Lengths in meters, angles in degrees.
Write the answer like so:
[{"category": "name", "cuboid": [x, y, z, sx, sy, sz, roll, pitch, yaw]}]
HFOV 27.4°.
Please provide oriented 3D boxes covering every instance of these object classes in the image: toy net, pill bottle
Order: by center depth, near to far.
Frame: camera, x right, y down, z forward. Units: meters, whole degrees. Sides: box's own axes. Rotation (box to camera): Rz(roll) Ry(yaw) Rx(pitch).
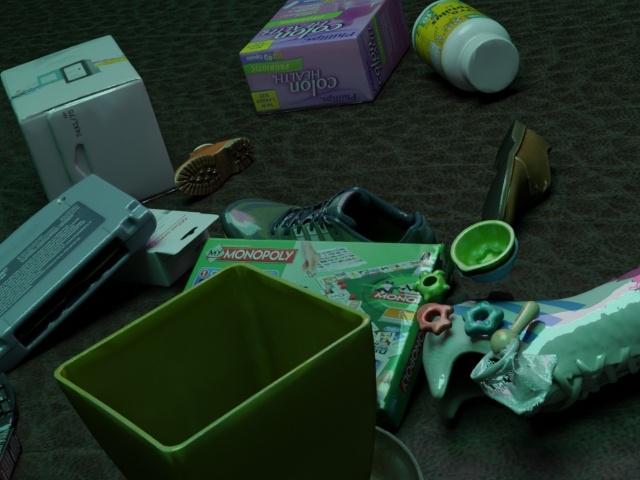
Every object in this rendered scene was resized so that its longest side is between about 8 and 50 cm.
[{"category": "toy net", "cuboid": [0.153, 0.077, 1.262, 0.122, 0.045, 0.232, -21, 37, 8]}, {"category": "pill bottle", "cuboid": [0.231, -0.302, 2.060, 0.118, 0.117, 0.208, -21, 27, -8]}]

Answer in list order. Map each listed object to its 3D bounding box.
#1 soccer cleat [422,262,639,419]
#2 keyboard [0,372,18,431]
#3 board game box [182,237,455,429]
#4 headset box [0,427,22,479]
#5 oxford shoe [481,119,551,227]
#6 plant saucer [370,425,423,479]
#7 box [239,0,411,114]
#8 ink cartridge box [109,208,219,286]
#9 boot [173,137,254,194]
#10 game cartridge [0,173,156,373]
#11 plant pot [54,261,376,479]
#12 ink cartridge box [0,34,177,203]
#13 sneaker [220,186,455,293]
[{"category": "soccer cleat", "cuboid": [0.261, 0.112, 1.292, 0.331, 0.116, 0.143, -11, 40, 20]}, {"category": "keyboard", "cuboid": [-0.525, 0.234, 1.580, 0.317, 0.033, 0.201, -23, 27, -13]}, {"category": "board game box", "cuboid": [-0.028, 0.095, 1.460, 0.317, 0.046, 0.213, 2, 52, 32]}, {"category": "headset box", "cuboid": [-0.374, 0.250, 1.459, 0.062, 0.032, 0.083, -13, 28, 9]}, {"category": "oxford shoe", "cuboid": [0.257, -0.072, 1.674, 0.076, 0.076, 0.212, 27, 47, -2]}, {"category": "plant saucer", "cuboid": [-0.051, 0.274, 1.211, 0.311, 0.050, 0.310, -13, 28, 7]}, {"category": "box", "cuboid": [0.013, -0.328, 2.236, 0.214, 0.117, 0.243, -4, 30, 24]}, {"category": "ink cartridge box", "cuboid": [-0.224, 0.009, 1.796, 0.180, 0.060, 0.104, 6, 36, 38]}, {"category": "boot", "cuboid": [-0.182, -0.112, 2.013, 0.085, 0.059, 0.158, 3, 24, 39]}, {"category": "game cartridge", "cuboid": [-0.370, 0.038, 1.754, 0.294, 0.060, 0.196, -44, 40, -13]}, {"category": "plant pot", "cuboid": [-0.072, 0.169, 1.163, 0.212, 0.187, 0.212, -32, 29, -27]}, {"category": "ink cartridge box", "cuboid": [-0.369, -0.175, 2.079, 0.197, 0.198, 0.270, -21, 28, -10]}, {"category": "sneaker", "cuboid": [0.015, -0.015, 1.569, 0.300, 0.121, 0.111, 11, 48, 22]}]
